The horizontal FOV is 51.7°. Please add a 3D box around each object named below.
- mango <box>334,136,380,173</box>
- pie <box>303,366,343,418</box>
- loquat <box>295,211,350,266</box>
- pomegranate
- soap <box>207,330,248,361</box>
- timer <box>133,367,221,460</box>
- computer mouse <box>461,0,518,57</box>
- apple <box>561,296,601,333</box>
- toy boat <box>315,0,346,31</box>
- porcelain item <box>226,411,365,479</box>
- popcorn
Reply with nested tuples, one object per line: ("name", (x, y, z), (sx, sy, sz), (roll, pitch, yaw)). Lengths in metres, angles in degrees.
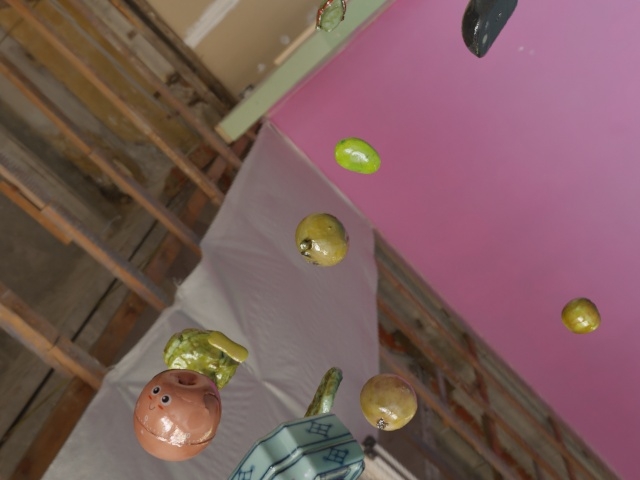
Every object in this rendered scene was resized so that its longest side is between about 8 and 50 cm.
("mango", (0.126, -0.288, 2.216), (0.163, 0.117, 0.089), (13, -139, -10))
("pie", (0.011, 0.544, 2.277), (0.054, 0.240, 0.240), (26, -155, -4))
("loquat", (0.000, 0.000, 2.002), (0.204, 0.149, 0.172), (-24, -96, -53))
("pomegranate", (0.224, 0.532, 2.181), (0.191, 0.191, 0.191), (43, -157, -24))
("soap", (-0.183, 0.209, 1.310), (0.089, 0.012, 0.034), (30, -120, 10))
("timer", (-0.380, 0.461, 1.763), (0.230, 0.214, 0.229), (19, -172, -3))
("computer mouse", (0.487, -0.673, 1.951), (0.100, 0.269, 0.170), (28, 163, 24))
("apple", (0.742, 0.213, 1.892), (0.099, 0.102, 0.114), (54, -165, -11))
("toy boat", (0.031, -0.685, 1.980), (0.089, 0.185, 0.071), (6, -124, -25))
("porcelain item", (-0.056, 0.538, 1.488), (0.286, 0.281, 0.157), (7, -144, -50))
("popcorn", (-0.393, 0.415, 2.157), (0.277, 0.225, 0.276), (3, -95, -31))
